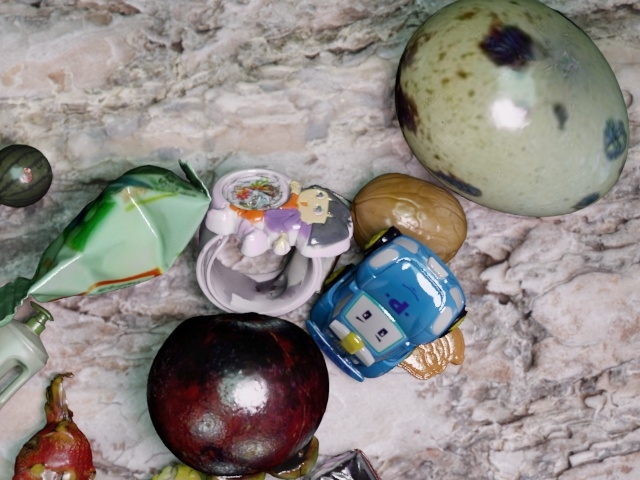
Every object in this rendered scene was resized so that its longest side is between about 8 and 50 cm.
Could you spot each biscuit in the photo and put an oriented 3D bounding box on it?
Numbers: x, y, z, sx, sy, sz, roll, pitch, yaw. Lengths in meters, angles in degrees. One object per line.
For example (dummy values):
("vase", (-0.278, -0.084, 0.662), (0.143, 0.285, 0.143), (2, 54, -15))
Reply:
("biscuit", (0.192, 0.190, 1.822), (0.130, 0.019, 0.102), (-16, 82, -10))

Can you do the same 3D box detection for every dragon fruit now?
("dragon fruit", (-0.427, 0.328, 1.662), (0.125, 0.125, 0.246), (17, 55, -35))

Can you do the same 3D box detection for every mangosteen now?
("mangosteen", (-0.134, 0.256, 1.629), (0.300, 0.300, 0.300), (1, 80, -8))

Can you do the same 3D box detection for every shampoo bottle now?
("shampoo bottle", (-0.523, 0.202, 1.676), (0.118, 0.087, 0.234), (41, 77, 3))

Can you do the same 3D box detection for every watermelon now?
("watermelon", (-0.510, -0.100, 1.715), (0.105, 0.105, 0.133), (44, 58, 0))

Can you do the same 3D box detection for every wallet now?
("wallet", (0.000, 0.000, 1.820), (0.095, 0.026, 0.176), (26, 83, -5))

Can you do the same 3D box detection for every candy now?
("candy", (-0.354, 0.010, 1.645), (0.398, 0.263, 0.172), (-28, 94, -12))

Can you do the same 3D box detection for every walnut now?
("walnut", (0.151, -0.028, 1.776), (0.207, 0.167, 0.167), (20, 78, -13))

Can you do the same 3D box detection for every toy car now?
("toy car", (0.096, 0.117, 1.677), (0.198, 0.314, 0.166), (47, 55, 0))

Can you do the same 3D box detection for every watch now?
("watch", (-0.078, 0.023, 1.676), (0.244, 0.231, 0.196), (3, 36, -7))

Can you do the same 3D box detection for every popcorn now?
("popcorn", (-0.235, 0.435, 1.669), (0.145, 0.126, 0.125), (-21, 110, -25))

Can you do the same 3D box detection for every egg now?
("egg", (0.328, -0.220, 1.745), (0.428, 0.345, 0.345), (36, 77, -3))

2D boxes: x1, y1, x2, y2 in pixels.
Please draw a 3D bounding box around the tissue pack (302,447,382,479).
("tissue pack", (0.050, 0.535, 1.695), (0.245, 0.123, 0.332), (-32, 90, -18))
